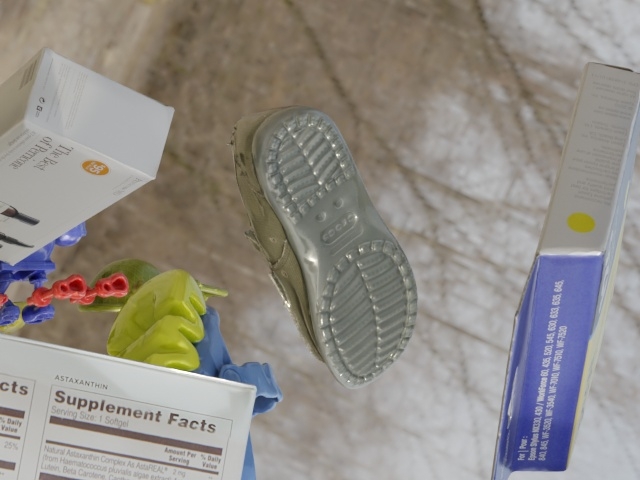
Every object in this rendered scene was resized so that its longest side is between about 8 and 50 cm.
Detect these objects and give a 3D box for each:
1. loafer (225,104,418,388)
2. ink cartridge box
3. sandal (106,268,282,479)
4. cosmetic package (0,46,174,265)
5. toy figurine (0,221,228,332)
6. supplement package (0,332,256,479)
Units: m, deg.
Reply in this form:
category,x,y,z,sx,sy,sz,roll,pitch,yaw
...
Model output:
category,x,y,z,sx,sy,sz,roll,pitch,yaw
loafer,0.000,0.000,1.222,0.094,0.251,0.087,-31,-147,-20
ink cartridge box,0.217,0.056,1.424,0.303,0.072,0.307,90,15,-48
sandal,-0.102,0.172,1.223,0.126,0.138,0.317,-31,-145,41
cosmetic package,-0.203,-0.050,1.130,0.239,0.099,0.060,-26,-132,54
toy figurine,-0.293,-0.024,1.764,0.191,0.362,0.217,-21,-105,48
supplement package,-0.172,0.184,0.775,0.199,0.198,0.262,160,-59,-67
